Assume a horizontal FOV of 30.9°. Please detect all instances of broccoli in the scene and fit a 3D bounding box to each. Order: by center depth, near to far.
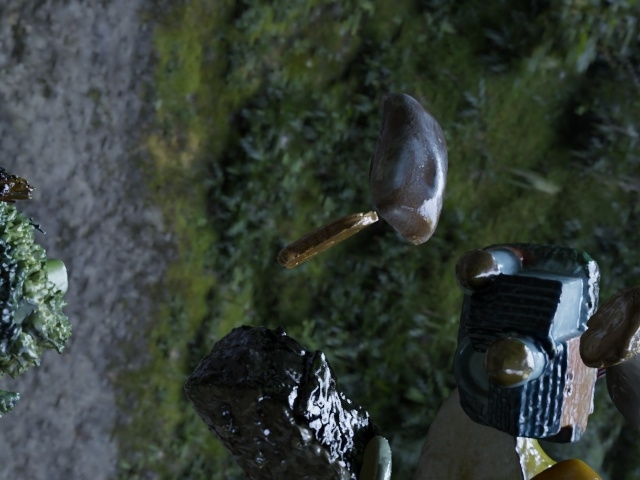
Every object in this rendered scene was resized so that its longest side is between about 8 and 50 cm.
[{"bbox_3d":[-0.487,0.121,1.728,0.249,0.302,0.375,28,-64,47],"label":"broccoli"}]

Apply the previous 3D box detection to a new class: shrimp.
[{"bbox_3d":[-0.446,-0.055,1.333,0.133,0.236,0.053,118,-36,-84],"label":"shrimp"}]

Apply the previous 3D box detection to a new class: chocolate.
[{"bbox_3d":[0.167,-0.133,1.976,0.080,0.157,0.254,-19,-133,36],"label":"chocolate"}]

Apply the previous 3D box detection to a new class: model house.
[{"bbox_3d":[0.229,0.127,1.418,0.291,0.184,0.253,1,96,-67],"label":"model house"}]

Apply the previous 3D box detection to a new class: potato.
[{"bbox_3d":[0.343,0.461,1.906,0.290,0.296,0.397,-50,-150,32],"label":"potato"}]

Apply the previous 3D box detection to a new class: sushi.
[{"bbox_3d":[-0.051,0.293,1.808,0.211,0.350,0.171,-25,-153,28],"label":"sushi"}]

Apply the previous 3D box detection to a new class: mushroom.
[{"bbox_3d":[0.332,0.128,1.197,0.212,0.097,0.088,42,28,-48],"label":"mushroom"}]

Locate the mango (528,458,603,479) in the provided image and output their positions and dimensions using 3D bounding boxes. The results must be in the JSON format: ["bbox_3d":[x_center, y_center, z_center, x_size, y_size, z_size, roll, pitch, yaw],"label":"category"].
[{"bbox_3d":[0.277,0.382,1.382,0.126,0.154,0.252,65,44,-69],"label":"mango"}]

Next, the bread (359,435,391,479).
[{"bbox_3d":[0.075,0.349,1.591,0.112,0.036,0.193,112,-8,-56],"label":"bread"}]

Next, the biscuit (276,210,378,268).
[{"bbox_3d":[0.000,0.000,1.764,0.250,0.162,0.035,-37,-106,60],"label":"biscuit"}]

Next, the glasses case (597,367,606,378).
[{"bbox_3d":[0.440,0.144,1.677,0.049,0.194,0.073,112,-44,-70],"label":"glasses case"}]
